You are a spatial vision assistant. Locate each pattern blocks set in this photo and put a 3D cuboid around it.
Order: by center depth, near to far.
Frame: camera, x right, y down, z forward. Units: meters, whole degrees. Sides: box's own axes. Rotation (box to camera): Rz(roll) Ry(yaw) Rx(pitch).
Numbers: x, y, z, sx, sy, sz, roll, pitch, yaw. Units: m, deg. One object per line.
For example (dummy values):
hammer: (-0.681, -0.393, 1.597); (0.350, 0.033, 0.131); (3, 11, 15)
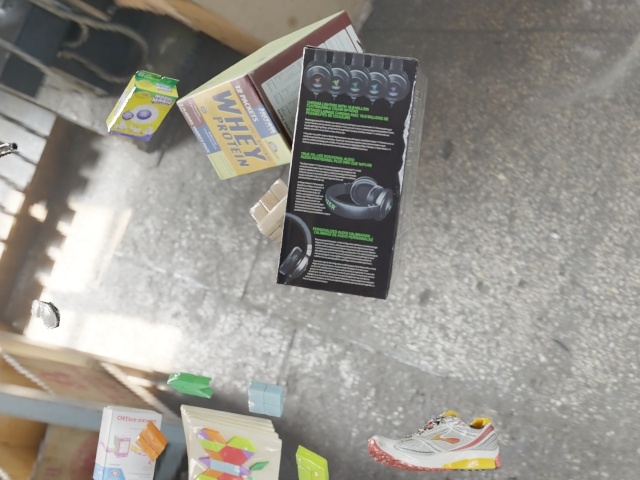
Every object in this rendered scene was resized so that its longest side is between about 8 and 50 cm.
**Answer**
pattern blocks set: (-0.129, 0.317, 1.409); (0.285, 0.325, 0.026); (1, 36, 17)

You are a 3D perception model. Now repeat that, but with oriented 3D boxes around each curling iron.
curling iron: (-0.640, -0.135, 1.787); (0.274, 0.035, 0.068); (-13, 48, 31)

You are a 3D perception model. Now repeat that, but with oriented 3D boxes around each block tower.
block tower: (0.000, 0.000, 1.922); (0.091, 0.335, 0.097); (-46, 48, 7)

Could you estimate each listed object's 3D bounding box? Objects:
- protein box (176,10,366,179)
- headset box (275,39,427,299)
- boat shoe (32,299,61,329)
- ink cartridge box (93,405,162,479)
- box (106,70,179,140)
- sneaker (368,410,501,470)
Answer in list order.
protein box: (-0.056, -0.206, 1.416); (0.201, 0.136, 0.199); (-39, 18, -32)
headset box: (0.046, -0.092, 1.171); (0.131, 0.246, 0.283); (8, 97, 8)
boat shoe: (-0.531, 0.146, 1.934); (0.125, 0.038, 0.046); (14, 97, 55)
ink cartridge box: (-0.320, 0.342, 1.633); (0.052, 0.088, 0.123); (-7, 75, 62)
box: (-0.393, -0.301, 2.195); (0.179, 0.105, 0.043); (-49, 45, 37)
sneaker: (0.175, 0.312, 1.531); (0.088, 0.225, 0.093); (-22, 66, 62)
